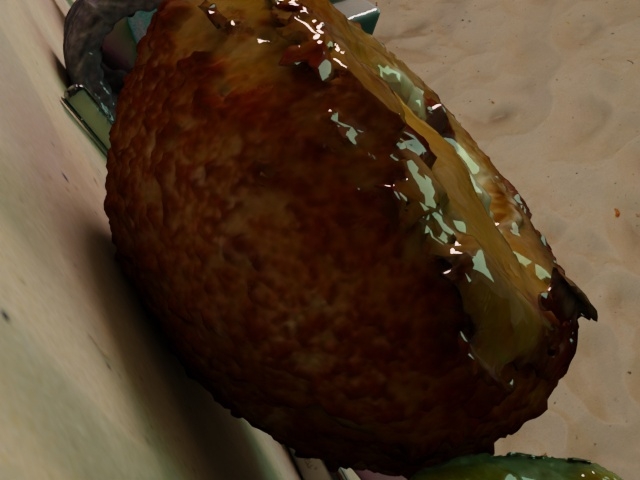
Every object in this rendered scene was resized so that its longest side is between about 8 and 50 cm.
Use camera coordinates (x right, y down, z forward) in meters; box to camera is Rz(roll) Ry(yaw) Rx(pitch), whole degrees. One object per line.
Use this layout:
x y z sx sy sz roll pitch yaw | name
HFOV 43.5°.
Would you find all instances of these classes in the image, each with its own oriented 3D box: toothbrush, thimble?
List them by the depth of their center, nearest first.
-0.160 -0.171 0.735 0.150 0.150 0.098 62 -7 -30 | thimble
-0.163 -0.056 0.738 0.028 0.026 0.294 39 -11 21 | toothbrush

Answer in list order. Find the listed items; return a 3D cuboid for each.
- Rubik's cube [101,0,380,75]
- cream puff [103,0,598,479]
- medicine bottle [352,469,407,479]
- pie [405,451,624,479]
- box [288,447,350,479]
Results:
-0.128 -0.291 1.042 0.368 0.359 0.387 47 -25 44 | Rubik's cube
0.002 0.001 0.511 0.350 0.229 0.350 43 20 -20 | cream puff
0.034 0.096 0.807 0.290 0.178 0.178 47 -7 17 | medicine bottle
0.129 0.211 0.320 0.323 0.323 0.070 57 -48 45 | pie
0.014 0.255 0.822 0.109 0.029 0.198 57 -3 41 | box
